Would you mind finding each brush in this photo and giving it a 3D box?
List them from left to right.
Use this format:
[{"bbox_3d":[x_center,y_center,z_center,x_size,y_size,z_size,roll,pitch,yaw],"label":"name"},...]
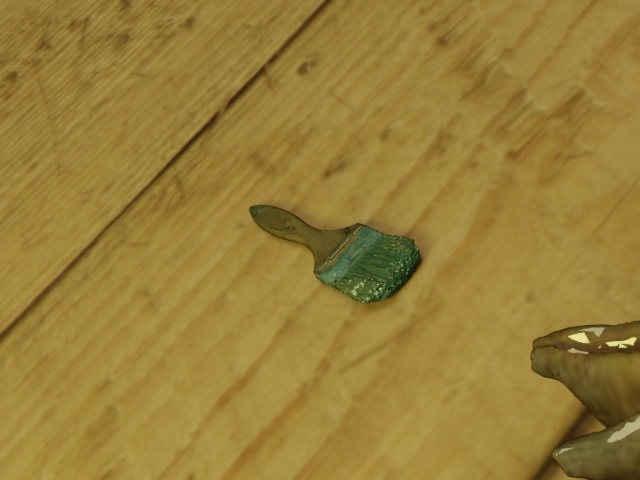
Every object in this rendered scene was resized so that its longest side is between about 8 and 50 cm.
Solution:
[{"bbox_3d":[0.000,0.000,1.031,0.196,0.021,0.070,25,65,43],"label":"brush"}]

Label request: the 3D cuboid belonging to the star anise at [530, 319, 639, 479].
[{"bbox_3d":[0.259,0.107,0.623,0.292,0.109,0.349,8,20,-3],"label":"star anise"}]
